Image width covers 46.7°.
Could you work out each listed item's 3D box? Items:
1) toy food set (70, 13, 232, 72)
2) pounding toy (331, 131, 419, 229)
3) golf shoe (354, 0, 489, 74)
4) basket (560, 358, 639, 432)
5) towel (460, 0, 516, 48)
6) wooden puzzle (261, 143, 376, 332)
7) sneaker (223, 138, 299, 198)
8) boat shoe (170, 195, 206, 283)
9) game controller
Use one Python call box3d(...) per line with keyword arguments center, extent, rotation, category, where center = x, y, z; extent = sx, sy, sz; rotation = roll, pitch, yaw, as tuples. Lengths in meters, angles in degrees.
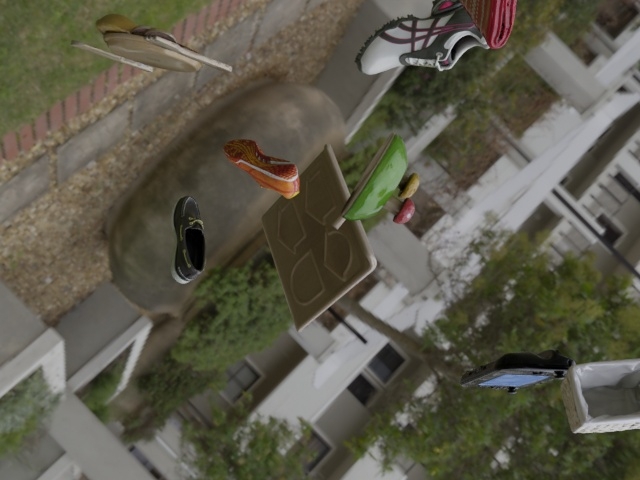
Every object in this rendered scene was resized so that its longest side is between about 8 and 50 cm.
box3d(center=(-0.198, -0.235, 0.883), extent=(0.132, 0.192, 0.038), rotation=(11, 91, -47), category="toy food set")
box3d(center=(0.125, -0.089, 1.389), extent=(0.182, 0.110, 0.237), rotation=(-58, -178, -13), category="pounding toy")
box3d(center=(0.198, -0.382, 1.449), extent=(0.273, 0.120, 0.105), rotation=(-24, 164, 18), category="golf shoe")
box3d(center=(0.542, 0.292, 1.372), extent=(0.167, 0.113, 0.103), rotation=(-5, 150, -1), category="basket")
box3d(center=(0.183, -0.378, 0.880), extent=(0.031, 0.274, 0.198), rotation=(-7, 135, -5), category="towel")
box3d(center=(0.000, 0.000, 1.727), extent=(0.081, 0.322, 0.348), rotation=(1, 148, -35), category="wooden puzzle")
box3d(center=(-0.109, -0.124, 1.294), extent=(0.064, 0.175, 0.067), rotation=(-35, 143, -29), category="sneaker")
box3d(center=(-0.305, -0.011, 1.751), extent=(0.069, 0.227, 0.081), rotation=(-24, 147, 33), category="boat shoe")
box3d(center=(0.416, 0.289, 1.601), extent=(0.167, 0.067, 0.319), rotation=(-5, 162, -9), category="game controller")
